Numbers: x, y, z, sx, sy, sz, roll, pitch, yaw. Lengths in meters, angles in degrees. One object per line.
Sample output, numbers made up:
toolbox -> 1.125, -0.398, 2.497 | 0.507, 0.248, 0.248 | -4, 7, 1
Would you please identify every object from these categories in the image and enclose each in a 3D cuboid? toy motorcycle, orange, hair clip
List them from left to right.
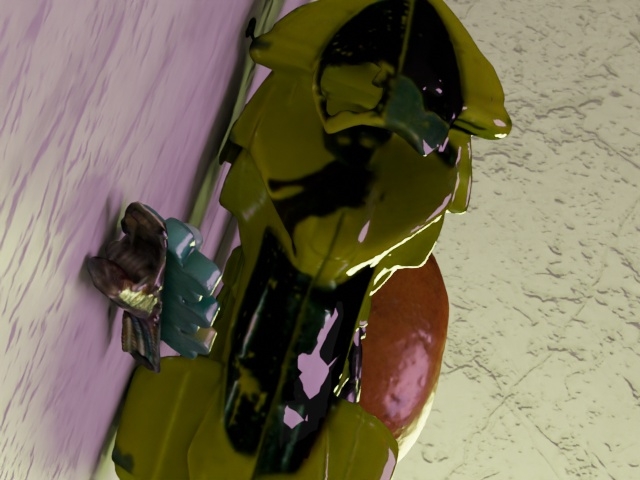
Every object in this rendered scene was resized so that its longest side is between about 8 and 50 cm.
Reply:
hair clip -> -0.062, 0.022, 0.744 | 0.173, 0.049, 0.049 | 99, 11, -74
toy motorcycle -> 0.002, 0.001, 0.959 | 0.206, 0.142, 0.342 | -27, 135, -85
orange -> 0.005, 0.081, 1.446 | 0.224, 0.170, 0.224 | -164, -90, -82

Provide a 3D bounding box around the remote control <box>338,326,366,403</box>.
remote control -> -0.001, 0.051, 1.237 | 0.144, 0.062, 0.399 | -94, -174, -70
